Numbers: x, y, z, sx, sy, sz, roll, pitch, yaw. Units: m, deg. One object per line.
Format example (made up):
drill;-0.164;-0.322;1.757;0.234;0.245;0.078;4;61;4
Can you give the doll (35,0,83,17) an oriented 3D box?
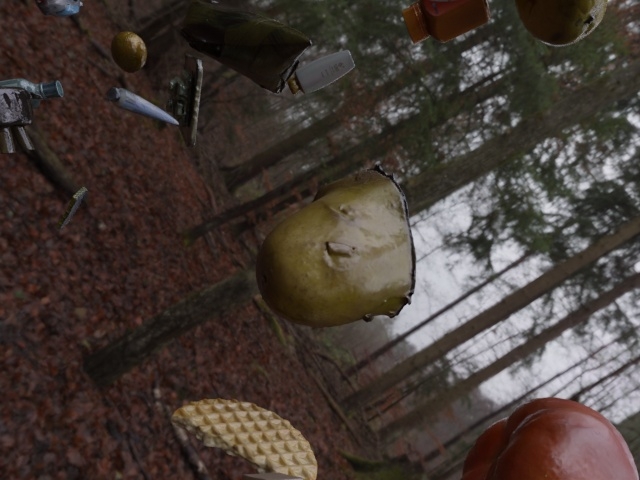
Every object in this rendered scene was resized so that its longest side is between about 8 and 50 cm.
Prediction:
doll;-0.290;-0.263;0.569;0.039;0.057;0.114;65;12;-8

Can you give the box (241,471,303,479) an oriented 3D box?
box;-0.083;0.428;0.879;0.122;0.089;0.062;-25;-120;54

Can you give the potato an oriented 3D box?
potato;0.000;0.000;1.072;0.290;0.295;0.397;110;-30;-42

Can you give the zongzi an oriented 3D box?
zongzi;-0.164;-0.470;1.189;0.285;0.139;0.300;24;-2;-20

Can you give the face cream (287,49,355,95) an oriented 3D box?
face cream;0.000;-0.441;1.378;0.051;0.182;0.072;-98;162;-59

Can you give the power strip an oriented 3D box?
power strip;-0.328;-0.335;1.229;0.213;0.064;0.199;-130;-133;-60

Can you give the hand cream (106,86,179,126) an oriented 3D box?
hand cream;-0.525;-0.392;1.561;0.088;0.055;0.256;30;6;26

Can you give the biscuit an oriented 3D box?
biscuit;-0.131;0.396;1.061;0.308;0.040;0.204;24;9;17

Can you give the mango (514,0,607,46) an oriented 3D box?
mango;0.595;-0.680;1.322;0.253;0.182;0.365;-144;-147;-77

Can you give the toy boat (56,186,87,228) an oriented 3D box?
toy boat;-0.640;-0.083;1.346;0.016;0.115;0.063;35;26;-14

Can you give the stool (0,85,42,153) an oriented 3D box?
stool;-0.578;-0.203;0.867;0.125;0.217;0.121;24;-62;58

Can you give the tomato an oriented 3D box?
tomato;0.294;0.336;0.697;0.180;0.260;0.260;42;-10;8

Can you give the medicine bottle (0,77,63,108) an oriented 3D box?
medicine bottle;-0.753;-0.359;1.297;0.090;0.208;0.054;91;-13;-65

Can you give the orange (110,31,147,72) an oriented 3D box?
orange;-0.467;-0.457;1.273;0.085;0.085;0.095;50;-41;49

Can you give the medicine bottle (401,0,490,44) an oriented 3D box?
medicine bottle;0.352;-0.654;1.486;0.112;0.222;0.150;41;34;-55
